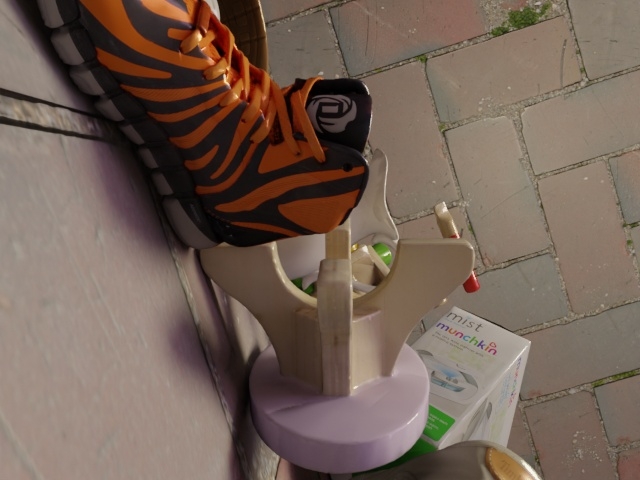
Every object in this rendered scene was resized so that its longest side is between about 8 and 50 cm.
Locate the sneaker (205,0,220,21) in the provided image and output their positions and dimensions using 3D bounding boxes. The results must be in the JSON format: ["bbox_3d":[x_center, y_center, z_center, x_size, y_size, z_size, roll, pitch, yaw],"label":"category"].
[{"bbox_3d":[-0.143,-0.201,0.598,0.094,0.080,0.212,21,53,-75],"label":"sneaker"}]

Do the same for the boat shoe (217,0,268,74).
[{"bbox_3d":[-0.150,-0.318,0.707,0.123,0.123,0.342,-98,164,-65],"label":"boat shoe"}]

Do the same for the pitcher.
[{"bbox_3d":[0.000,0.000,0.763,0.125,0.207,0.178,42,32,-85],"label":"pitcher"}]

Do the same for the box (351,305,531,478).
[{"bbox_3d":[0.155,0.263,0.837,0.126,0.231,0.262,25,-50,34],"label":"box"}]

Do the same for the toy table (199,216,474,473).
[{"bbox_3d":[0.015,0.077,0.600,0.274,0.252,0.161,-128,-144,-74],"label":"toy table"}]

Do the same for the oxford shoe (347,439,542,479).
[{"bbox_3d":[0.102,0.299,0.642,0.169,0.130,0.449,52,-25,14],"label":"oxford shoe"}]

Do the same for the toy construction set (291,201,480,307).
[{"bbox_3d":[0.047,0.021,0.904,0.257,0.308,0.237,-148,-145,-82],"label":"toy construction set"}]

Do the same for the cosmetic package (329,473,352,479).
[{"bbox_3d":[0.066,0.323,1.056,0.231,0.117,0.086,-94,168,-72],"label":"cosmetic package"}]

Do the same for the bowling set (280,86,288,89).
[{"bbox_3d":[-0.082,-0.254,1.234,0.287,0.154,0.200,-83,155,-84],"label":"bowling set"}]

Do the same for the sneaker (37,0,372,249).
[{"bbox_3d":[-0.056,-0.117,0.450,0.321,0.180,0.125,68,23,-51],"label":"sneaker"}]
